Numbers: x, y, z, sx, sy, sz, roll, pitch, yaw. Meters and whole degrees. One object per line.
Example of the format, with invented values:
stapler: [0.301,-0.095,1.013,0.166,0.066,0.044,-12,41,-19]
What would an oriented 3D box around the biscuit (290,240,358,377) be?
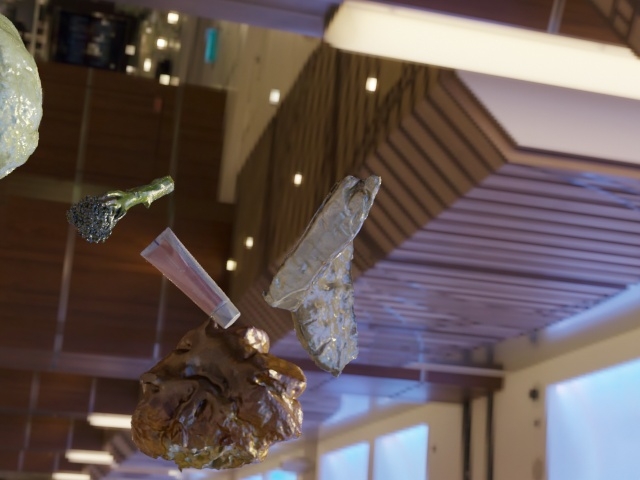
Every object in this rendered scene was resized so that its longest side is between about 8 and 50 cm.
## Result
biscuit: [0.005,0.104,1.968,0.038,0.141,0.289,-19,-112,54]

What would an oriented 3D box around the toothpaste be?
toothpaste: [-0.216,0.068,1.818,0.067,0.194,0.043,-44,172,0]

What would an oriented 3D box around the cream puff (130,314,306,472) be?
cream puff: [-0.156,0.238,1.599,0.241,0.269,0.154,56,-10,41]

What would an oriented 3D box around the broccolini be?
broccolini: [-0.253,-0.045,1.444,0.067,0.058,0.216,-38,175,26]

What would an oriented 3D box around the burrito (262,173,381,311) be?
burrito: [0.002,0.001,1.429,0.229,0.063,0.058,-54,-172,14]

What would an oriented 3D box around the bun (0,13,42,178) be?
bun: [-0.358,-0.155,1.130,0.195,0.118,0.195,20,-66,54]
